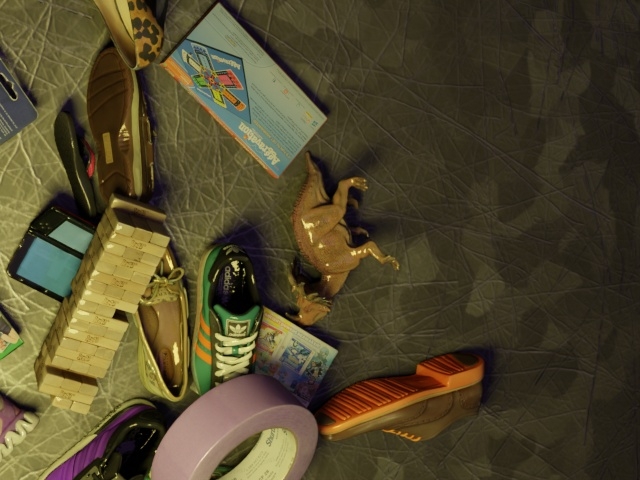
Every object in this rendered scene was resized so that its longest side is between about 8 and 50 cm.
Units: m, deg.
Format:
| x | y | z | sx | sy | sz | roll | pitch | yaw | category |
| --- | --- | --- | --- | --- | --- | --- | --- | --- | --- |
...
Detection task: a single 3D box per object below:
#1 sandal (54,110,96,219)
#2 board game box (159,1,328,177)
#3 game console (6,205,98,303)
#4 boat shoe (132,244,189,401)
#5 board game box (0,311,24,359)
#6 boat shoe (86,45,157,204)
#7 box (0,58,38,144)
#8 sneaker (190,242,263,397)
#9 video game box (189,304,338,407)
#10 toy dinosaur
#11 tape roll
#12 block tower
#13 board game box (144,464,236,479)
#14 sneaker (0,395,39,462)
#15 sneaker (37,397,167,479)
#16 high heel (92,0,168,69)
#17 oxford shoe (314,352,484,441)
| x | y | z | sx | sy | sz | roll | pitch | yaw | category |
| --- | --- | --- | --- | --- | --- | --- | --- | --- | --- |
| -0.379 | -0.121 | 1.770 | 0.040 | 0.067 | 0.179 | -24 | 113 | -29 | sandal |
| -0.125 | -0.252 | 1.900 | 0.281 | 0.027 | 0.145 | 45 | 74 | -23 | board game box |
| -0.397 | 0.029 | 1.763 | 0.144 | 0.124 | 0.085 | 30 | 51 | -27 | game console |
| -0.259 | 0.121 | 1.837 | 0.105 | 0.089 | 0.285 | -15 | 101 | -24 | boat shoe |
| -0.625 | 0.093 | 1.668 | 0.213 | 0.046 | 0.317 | -38 | 108 | -18 | board game box |
| -0.311 | -0.178 | 1.795 | 0.095 | 0.095 | 0.257 | 0 | 89 | -62 | boat shoe |
| -0.554 | -0.178 | 1.687 | 0.225 | 0.036 | 0.136 | -38 | 111 | -17 | box |
| -0.152 | 0.155 | 1.833 | 0.108 | 0.121 | 0.302 | -3 | 92 | -17 | sneaker |
| -0.097 | 0.224 | 1.954 | 0.205 | 0.048 | 0.187 | 34 | 83 | -25 | video game box |
| 0.000 | 0.000 | 1.943 | 0.200 | 0.127 | 0.295 | -23 | 100 | -16 | toy dinosaur |
| -0.137 | 0.353 | 1.823 | 0.275 | 0.090 | 0.274 | -28 | 139 | -28 | tape roll |
| -0.342 | 0.100 | 1.737 | 0.091 | 0.097 | 0.335 | 20 | 103 | -26 | block tower |
| -0.198 | 0.456 | 1.939 | 0.260 | 0.030 | 0.136 | 12 | 92 | -27 | board game box |
| -0.534 | 0.315 | 1.690 | 0.104 | 0.095 | 0.236 | 49 | 39 | -10 | sneaker |
| -0.354 | 0.379 | 1.785 | 0.293 | 0.146 | 0.102 | -49 | 114 | -14 | sneaker |
| -0.342 | -0.382 | 1.704 | 0.261 | 0.093 | 0.186 | 29 | 51 | -32 | high heel |
| 0.154 | 0.319 | 2.050 | 0.364 | 0.130 | 0.132 | -14 | 108 | -25 | oxford shoe |
